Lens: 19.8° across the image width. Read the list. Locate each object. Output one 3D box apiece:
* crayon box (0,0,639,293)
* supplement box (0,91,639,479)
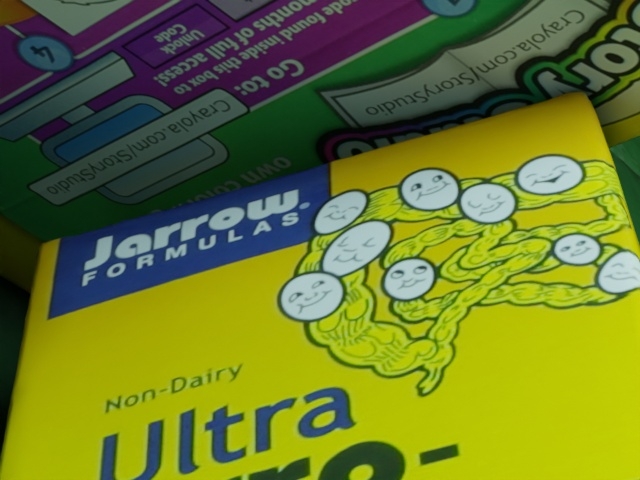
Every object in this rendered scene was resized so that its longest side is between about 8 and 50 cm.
[{"bbox_3d":[-0.055,-0.120,0.601,0.313,0.363,0.106,34,50,-33],"label":"crayon box"},{"bbox_3d":[0.028,0.149,0.500,0.356,0.194,0.195,-93,165,-55],"label":"supplement box"}]
